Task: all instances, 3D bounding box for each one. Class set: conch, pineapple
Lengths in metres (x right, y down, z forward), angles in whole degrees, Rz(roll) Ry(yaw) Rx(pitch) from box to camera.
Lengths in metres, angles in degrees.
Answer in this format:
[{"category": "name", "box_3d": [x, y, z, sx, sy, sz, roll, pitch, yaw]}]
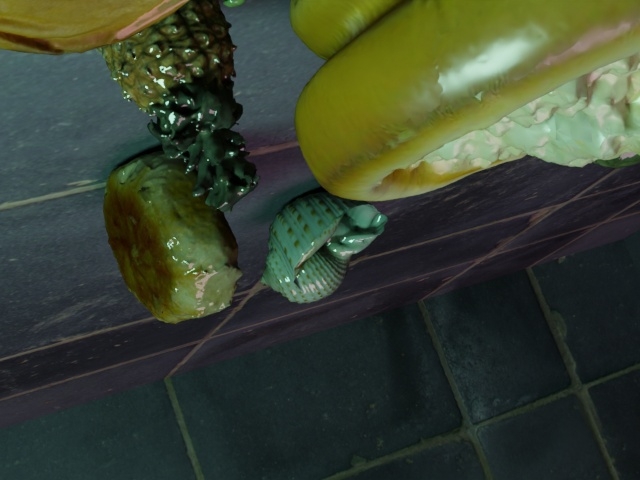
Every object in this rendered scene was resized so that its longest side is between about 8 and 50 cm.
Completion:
[{"category": "conch", "box_3d": [-0.009, -0.004, 1.608, 0.200, 0.131, 0.172, -45, 145, -15]}, {"category": "pineapple", "box_3d": [-0.101, -0.111, 0.822, 0.108, 0.197, 0.108, -23, 171, -4]}]

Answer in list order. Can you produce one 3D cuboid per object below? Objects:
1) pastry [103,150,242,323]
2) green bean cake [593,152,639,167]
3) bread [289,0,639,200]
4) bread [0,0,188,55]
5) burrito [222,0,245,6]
[{"category": "pastry", "box_3d": [-0.169, -0.001, 1.198, 0.093, 0.192, 0.182, -20, 176, -32]}, {"category": "green bean cake", "box_3d": [0.337, -0.203, 1.114, 0.227, 0.222, 0.125, -22, 178, -2]}, {"category": "bread", "box_3d": [0.150, -0.167, 0.808, 0.329, 0.245, 0.424, 0, 168, -18]}, {"category": "bread", "box_3d": [-0.146, -0.192, 0.626, 0.199, 0.104, 0.199, -24, 168, -5]}, {"category": "burrito", "box_3d": [-0.003, -0.246, 0.709, 0.104, 0.054, 0.288, -25, 175, -45]}]
